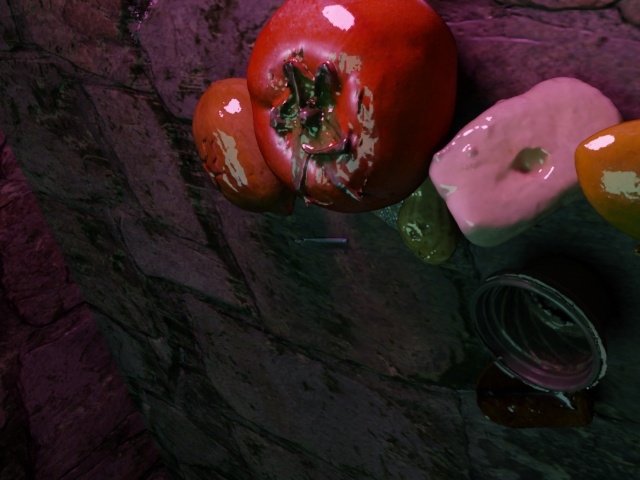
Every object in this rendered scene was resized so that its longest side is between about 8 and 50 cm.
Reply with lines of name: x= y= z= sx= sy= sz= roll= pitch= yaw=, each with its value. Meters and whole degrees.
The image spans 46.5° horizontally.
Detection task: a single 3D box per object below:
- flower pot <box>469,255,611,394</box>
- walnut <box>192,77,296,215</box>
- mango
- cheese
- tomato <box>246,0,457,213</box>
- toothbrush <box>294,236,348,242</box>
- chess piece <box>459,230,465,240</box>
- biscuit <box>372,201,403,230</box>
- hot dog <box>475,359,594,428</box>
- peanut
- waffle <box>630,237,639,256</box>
flower pot: x=0.368 y=0.117 z=1.186 sx=0.235 sy=0.140 sz=0.235 roll=32 pitch=142 yaw=29
walnut: x=-0.138 y=-0.176 z=1.463 sx=0.203 sy=0.203 sz=0.298 roll=-26 pitch=92 yaw=55
mango: x=0.463 y=-0.071 z=0.818 sx=0.331 sy=0.142 sz=0.195 roll=-14 pitch=115 yaw=19
cheese: x=0.304 y=-0.117 z=1.056 sx=0.248 sy=0.251 sz=0.174 roll=-33 pitch=80 yaw=20
tomato: x=0.062 y=-0.215 z=1.111 sx=0.341 sy=0.273 sz=0.341 roll=21 pitch=123 yaw=37
toothbrush: x=0.000 y=0.000 z=1.620 sx=0.167 sy=0.014 sz=0.011 roll=2 pitch=113 yaw=49
chess piece: x=0.232 y=-0.005 z=1.325 sx=0.093 sy=0.042 sz=0.042 roll=-22 pitch=103 yaw=49
biscuit: x=0.086 y=-0.130 z=1.374 sx=0.250 sy=0.046 sz=0.147 roll=39 pitch=143 yaw=19
hot dog: x=0.389 y=0.276 z=1.342 sx=0.227 sy=0.099 sz=0.160 roll=-8 pitch=115 yaw=51
peanut: x=0.175 y=-0.068 z=1.262 sx=0.098 sy=0.103 sz=0.229 roll=-9 pitch=100 yaw=27
waffle: x=0.525 y=-0.004 z=0.974 sx=0.229 sy=0.051 sz=0.231 roll=57 pitch=145 yaw=-6
